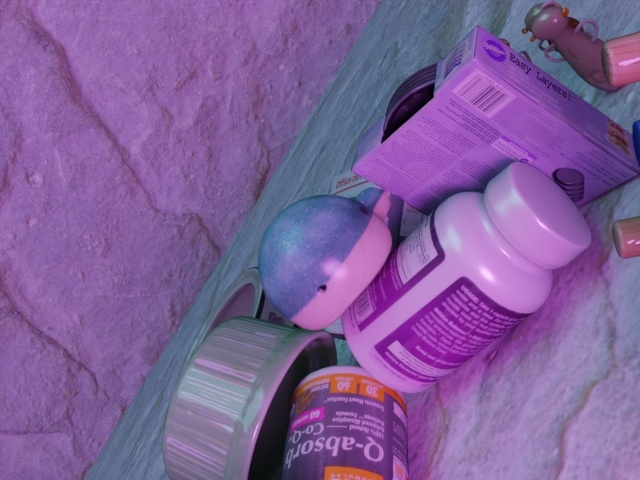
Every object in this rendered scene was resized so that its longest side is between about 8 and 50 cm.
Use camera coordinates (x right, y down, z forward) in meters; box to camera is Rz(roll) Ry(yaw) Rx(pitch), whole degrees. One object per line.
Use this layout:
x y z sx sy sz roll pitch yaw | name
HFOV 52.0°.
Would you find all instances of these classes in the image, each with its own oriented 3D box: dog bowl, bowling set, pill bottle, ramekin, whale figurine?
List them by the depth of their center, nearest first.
0.029 0.306 0.804 0.162 0.162 0.279 -48 21 33 | pill bottle
0.173 0.048 0.811 0.301 0.169 0.169 -47 22 35 | pill bottle
0.000 0.000 0.883 0.216 0.141 0.272 -50 9 20 | whale figurine
0.306 -0.275 0.980 0.287 0.154 0.200 -35 31 52 | bowling set
-0.102 0.261 0.989 0.303 0.148 0.304 15 -90 -70 | ramekin
-0.175 0.270 1.433 0.408 0.150 0.408 -50 20 26 | dog bowl

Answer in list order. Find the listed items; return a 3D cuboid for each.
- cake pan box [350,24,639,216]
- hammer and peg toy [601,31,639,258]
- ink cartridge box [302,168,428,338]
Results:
0.203 -0.108 0.815 0.245 0.266 0.070 -42 27 50 | cake pan box
0.289 0.008 0.420 0.127 0.266 0.361 -11 37 16 | hammer and peg toy
0.088 -0.011 1.083 0.207 0.119 0.354 166 118 -66 | ink cartridge box
